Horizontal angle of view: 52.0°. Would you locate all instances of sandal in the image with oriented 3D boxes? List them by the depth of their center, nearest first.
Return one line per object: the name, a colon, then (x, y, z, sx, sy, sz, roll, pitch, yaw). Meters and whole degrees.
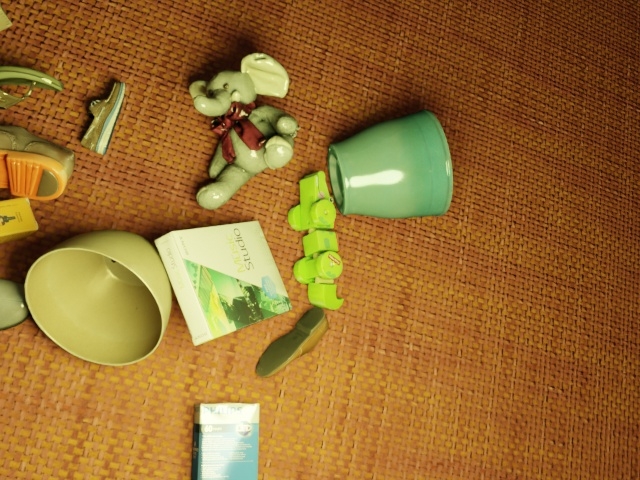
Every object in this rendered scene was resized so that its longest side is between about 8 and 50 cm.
sandal: (-0.715, -0.325, 1.421, 0.303, 0.120, 0.086, -6, 96, -16)

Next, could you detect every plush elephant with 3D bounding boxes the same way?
plush elephant: (-0.189, -0.284, 1.526, 0.255, 0.272, 0.330, 52, 35, -16)

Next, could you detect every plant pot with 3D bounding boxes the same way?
plant pot: (-0.425, 0.087, 1.352, 0.284, 0.284, 0.191, 33, 32, -10)
plant pot: (0.159, -0.172, 1.635, 0.255, 0.271, 0.271, -11, 80, -9)

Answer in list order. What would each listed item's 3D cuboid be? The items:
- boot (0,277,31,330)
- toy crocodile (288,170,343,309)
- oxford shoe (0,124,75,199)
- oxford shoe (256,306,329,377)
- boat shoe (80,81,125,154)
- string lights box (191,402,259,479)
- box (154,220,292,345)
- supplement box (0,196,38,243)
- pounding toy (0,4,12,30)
boot: (-0.722, 0.098, 1.233, 0.338, 0.223, 0.118, 5, 74, -20)
toy crocodile: (0.000, 0.000, 1.601, 0.105, 0.115, 0.340, 3, 76, -40)
oxford shoe: (-0.709, -0.187, 1.393, 0.364, 0.130, 0.132, 16, 38, -9)
oxford shoe: (-0.058, 0.254, 1.538, 0.212, 0.076, 0.076, -40, 132, -15)
boat shoe: (-0.500, -0.291, 1.508, 0.066, 0.066, 0.183, 18, 71, -15)
string lights box: (-0.206, 0.483, 1.412, 0.134, 0.077, 0.259, 6, 74, -20)
box: (-0.199, 0.080, 1.433, 0.322, 0.059, 0.232, -13, 79, -61)
supplement box: (-0.700, -0.024, 1.315, 0.233, 0.080, 0.078, -16, 82, -44)
pounding toy: (-0.768, -0.527, 1.462, 0.130, 0.100, 0.141, -31, 86, -11)
